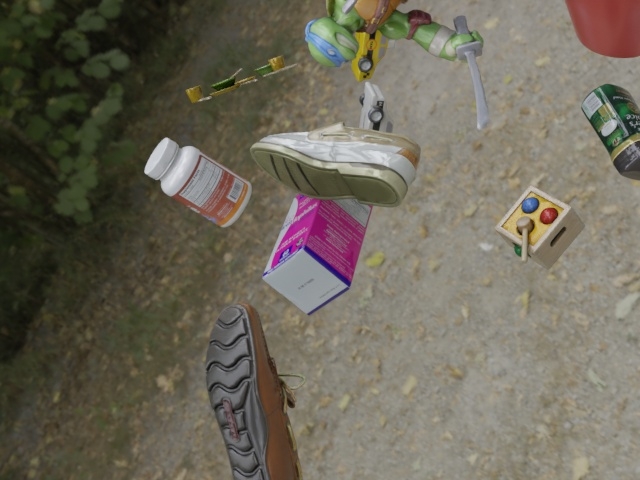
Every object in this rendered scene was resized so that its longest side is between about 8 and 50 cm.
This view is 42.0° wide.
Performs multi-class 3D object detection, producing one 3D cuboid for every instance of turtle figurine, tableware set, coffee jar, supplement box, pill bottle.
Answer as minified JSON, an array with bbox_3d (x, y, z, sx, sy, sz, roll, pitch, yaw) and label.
[{"bbox_3d":[0.115,-0.261,0.781,0.266,0.198,0.275,-59,21,1],"label":"turtle figurine"},{"bbox_3d":[-0.114,-0.228,1.166,0.154,0.024,0.104,-27,15,-23],"label":"tableware set"},{"bbox_3d":[0.553,-0.194,1.512,0.079,0.096,0.184,-49,44,39],"label":"coffee jar"},{"bbox_3d":[0.000,0.000,1.440,0.111,0.114,0.220,-37,22,37],"label":"supplement box"},{"bbox_3d":[-0.268,-0.129,1.822,0.121,0.216,0.121,-43,28,30],"label":"pill bottle"}]

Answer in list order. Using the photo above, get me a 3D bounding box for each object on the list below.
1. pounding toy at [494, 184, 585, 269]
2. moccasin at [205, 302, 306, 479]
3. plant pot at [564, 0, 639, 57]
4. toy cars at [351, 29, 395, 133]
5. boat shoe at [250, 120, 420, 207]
[{"bbox_3d":[0.401,-0.017,1.560,0.141,0.100,0.130,-50,41,0],"label":"pounding toy"},{"bbox_3d":[-0.108,0.301,1.530,0.139,0.147,0.380,-22,82,34],"label":"moccasin"},{"bbox_3d":[0.535,-0.468,1.438,0.275,0.243,0.275,-10,51,12],"label":"plant pot"},{"bbox_3d":[0.130,-0.366,1.927,0.176,0.087,0.393,147,121,-77],"label":"toy cars"},{"bbox_3d":[0.025,-0.133,1.361,0.302,0.113,0.103,16,61,32],"label":"boat shoe"}]
